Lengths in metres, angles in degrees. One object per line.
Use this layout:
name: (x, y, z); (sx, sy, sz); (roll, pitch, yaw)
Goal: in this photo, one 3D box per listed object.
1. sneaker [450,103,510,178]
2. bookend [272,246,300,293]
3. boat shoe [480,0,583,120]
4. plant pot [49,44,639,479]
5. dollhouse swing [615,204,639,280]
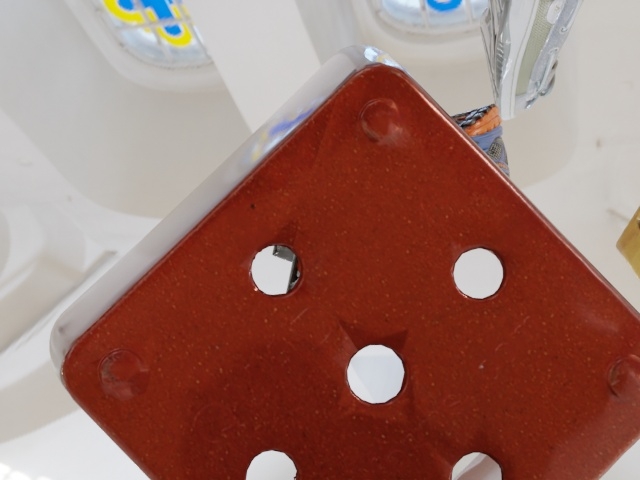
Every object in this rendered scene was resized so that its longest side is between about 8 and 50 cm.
sneaker: (0.100, -0.033, 0.628); (0.083, 0.087, 0.221); (-14, -160, 47)
bookend: (0.000, 0.000, 0.738); (0.072, 0.157, 0.156); (21, -118, -19)
boat shoe: (0.237, -0.235, 0.869); (0.103, 0.320, 0.118); (-8, -113, 5)
plant pot: (0.018, 0.056, 0.415); (0.267, 0.236, 0.267); (-44, -89, -2)
dollhouse swing: (0.530, 0.046, 0.748); (0.304, 0.315, 0.347); (-17, -123, -16)
